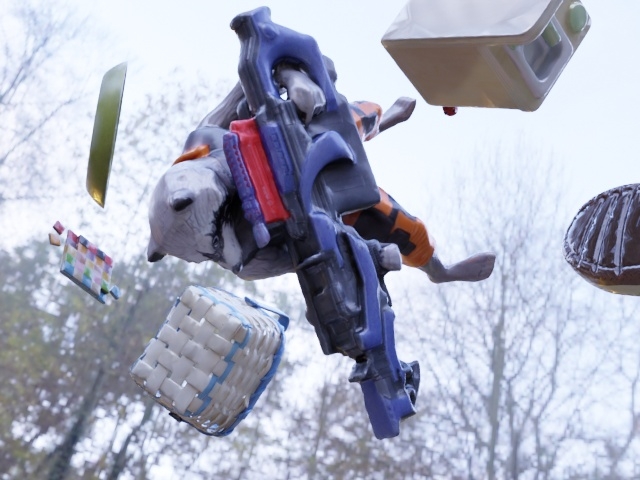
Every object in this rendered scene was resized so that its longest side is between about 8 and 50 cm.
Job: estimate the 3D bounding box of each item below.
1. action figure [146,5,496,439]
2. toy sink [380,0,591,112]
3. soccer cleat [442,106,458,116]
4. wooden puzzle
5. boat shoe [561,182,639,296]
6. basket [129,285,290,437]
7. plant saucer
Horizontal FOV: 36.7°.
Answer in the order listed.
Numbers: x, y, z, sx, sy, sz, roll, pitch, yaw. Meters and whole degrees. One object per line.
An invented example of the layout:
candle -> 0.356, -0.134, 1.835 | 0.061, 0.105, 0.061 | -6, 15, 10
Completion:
action figure -> 0.000, 0.000, 0.806 | 0.330, 0.341, 0.178 | 0, -18, -45
toy sink -> 0.217, -0.246, 1.131 | 0.234, 0.153, 0.131 | 11, -28, 51
soccer cleat -> 0.172, -0.210, 1.316 | 0.029, 0.035, 0.083 | -9, -68, 20
wooden puzzle -> -0.193, 0.021, 0.800 | 0.006, 0.049, 0.083 | -29, -50, 22
boat shoe -> 0.283, 0.019, 0.721 | 0.095, 0.095, 0.257 | 33, -6, -19
basket -> -0.169, 0.200, 1.630 | 0.201, 0.255, 0.289 | 30, -8, 27
plant saucer -> -0.345, -0.171, 1.546 | 0.037, 0.241, 0.241 | 9, -37, -11
